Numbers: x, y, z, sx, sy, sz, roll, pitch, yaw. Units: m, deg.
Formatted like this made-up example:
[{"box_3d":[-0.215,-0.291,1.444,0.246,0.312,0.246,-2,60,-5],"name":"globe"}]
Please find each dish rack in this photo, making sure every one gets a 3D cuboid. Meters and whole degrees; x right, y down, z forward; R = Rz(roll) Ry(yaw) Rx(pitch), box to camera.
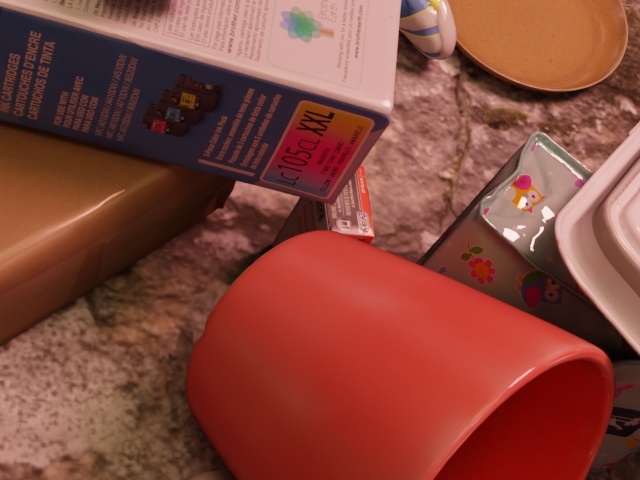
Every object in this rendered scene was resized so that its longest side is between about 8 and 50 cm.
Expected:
[{"box_3d":[0.341,0.027,1.099,0.285,0.072,0.333,50,37,1],"name":"dish rack"}]

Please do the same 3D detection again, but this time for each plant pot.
[{"box_3d":[0.220,-0.252,1.493,0.236,0.032,0.236,9,59,-15],"name":"plant pot"},{"box_3d":[0.045,0.133,1.053,0.275,0.275,0.243,-31,52,-32],"name":"plant pot"}]

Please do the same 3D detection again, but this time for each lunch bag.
[{"box_3d":[0.205,0.080,1.175,0.262,0.223,0.160,40,48,1],"name":"lunch bag"}]

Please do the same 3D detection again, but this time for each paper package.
[{"box_3d":[-0.277,-0.094,1.128,0.325,0.168,0.309,-35,77,-32],"name":"paper package"}]

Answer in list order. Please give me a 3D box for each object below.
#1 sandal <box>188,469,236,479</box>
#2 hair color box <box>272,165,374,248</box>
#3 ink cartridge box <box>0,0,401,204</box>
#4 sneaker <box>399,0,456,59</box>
[{"box_3d":[-0.003,0.349,1.003,0.416,0.102,0.169,52,19,27],"name":"sandal"},{"box_3d":[0.000,0.000,1.194,0.043,0.141,0.072,4,61,-19],"name":"hair color box"},{"box_3d":[-0.141,-0.214,1.057,0.396,0.151,0.270,15,56,-14],"name":"ink cartridge box"},{"box_3d":[0.035,-0.266,1.412,0.126,0.091,0.240,-28,74,-12],"name":"sneaker"}]
